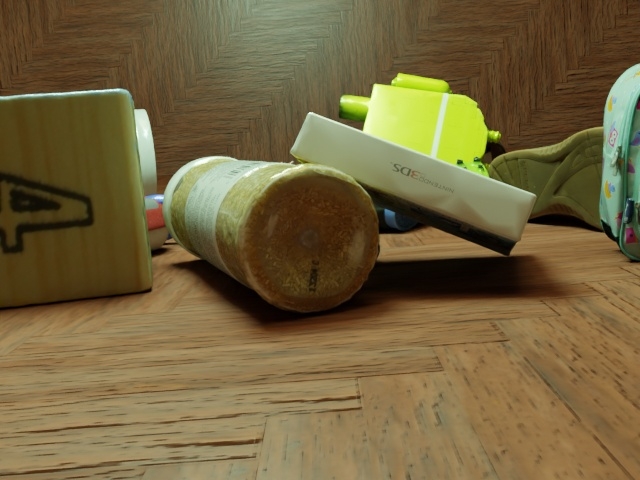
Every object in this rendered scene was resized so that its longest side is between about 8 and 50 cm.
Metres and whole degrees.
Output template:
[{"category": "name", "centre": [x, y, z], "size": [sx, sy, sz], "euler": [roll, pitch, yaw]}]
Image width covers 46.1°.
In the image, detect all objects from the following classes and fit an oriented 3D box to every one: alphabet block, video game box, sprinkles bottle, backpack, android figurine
[{"category": "alphabet block", "centre": [-0.282, -0.048, 0.782], "size": [0.194, 0.197, 0.192], "euler": [-6, 9, -11]}, {"category": "video game box", "centre": [0.090, -0.047, 0.704], "size": [0.205, 0.048, 0.187], "euler": [22, 2, 12]}, {"category": "sprinkles bottle", "centre": [-0.069, -0.020, 0.740], "size": [0.121, 0.121, 0.355], "euler": [-8, 9, -20]}, {"category": "backpack", "centre": [0.346, -0.078, 0.686], "size": [0.166, 0.188, 0.144], "euler": [-2, 9, 9]}, {"category": "android figurine", "centre": [0.156, -0.166, 1.238], "size": [0.273, 0.248, 0.056], "euler": [9, -22, 8]}]

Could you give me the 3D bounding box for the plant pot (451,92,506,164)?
[{"category": "plant pot", "centre": [0.226, -0.164, 1.375], "size": [0.216, 0.215, 0.230], "euler": [-8, 27, -24]}]

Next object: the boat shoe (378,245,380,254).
[{"category": "boat shoe", "centre": [0.000, 0.000, 0.851], "size": [0.065, 0.075, 0.206], "euler": [38, -13, -19]}]

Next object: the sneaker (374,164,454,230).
[{"category": "sneaker", "centre": [0.128, -0.067, 1.084], "size": [0.091, 0.081, 0.232], "euler": [10, 17, 34]}]

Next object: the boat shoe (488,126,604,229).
[{"category": "boat shoe", "centre": [0.355, -0.077, 0.928], "size": [0.123, 0.123, 0.342], "euler": [-10, 4, -24]}]

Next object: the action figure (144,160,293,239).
[{"category": "action figure", "centre": [-0.139, -0.047, 1.040], "size": [0.280, 0.091, 0.139], "euler": [3, 20, 41]}]

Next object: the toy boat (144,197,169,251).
[{"category": "toy boat", "centre": [-0.316, -0.053, 0.982], "size": [0.231, 0.151, 0.151], "euler": [0, 9, 25]}]

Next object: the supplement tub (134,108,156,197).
[{"category": "supplement tub", "centre": [-0.499, -0.155, 1.496], "size": [0.316, 0.228, 0.228], "euler": [-8, 9, -19]}]

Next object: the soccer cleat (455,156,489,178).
[{"category": "soccer cleat", "centre": [0.212, -0.049, 1.012], "size": [0.060, 0.072, 0.179], "euler": [-6, 30, 6]}]
